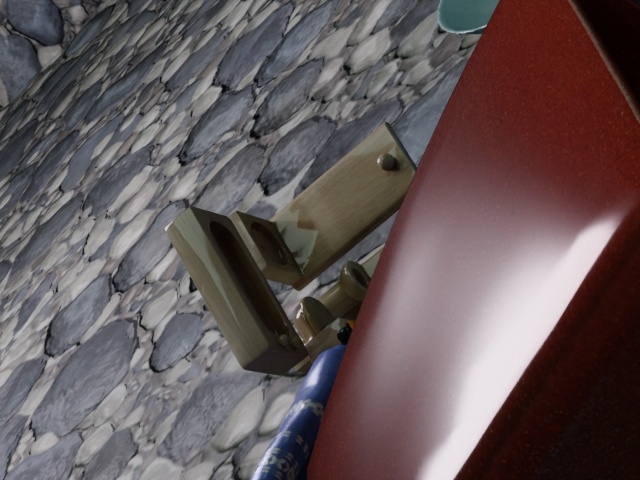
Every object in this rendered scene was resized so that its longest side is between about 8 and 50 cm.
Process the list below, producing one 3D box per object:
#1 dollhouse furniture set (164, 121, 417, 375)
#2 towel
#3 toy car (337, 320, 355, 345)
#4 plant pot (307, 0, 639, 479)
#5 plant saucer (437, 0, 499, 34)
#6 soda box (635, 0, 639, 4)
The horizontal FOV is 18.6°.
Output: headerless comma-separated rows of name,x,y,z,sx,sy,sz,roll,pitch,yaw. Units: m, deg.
dollhouse furniture set,0.000,0.000,1.292,0.123,0.151,0.144,-40,65,19
towel,-0.071,0.231,1.021,0.336,0.040,0.243,-60,-5,-30
toy car,0.047,0.094,1.218,0.040,0.060,0.122,-8,28,-23
plant pot,0.136,0.086,0.729,0.236,0.267,0.267,-54,17,17
plant saucer,0.162,-0.196,1.292,0.195,0.037,0.195,-38,22,18
soda box,0.180,-0.112,1.257,0.067,0.071,0.210,-36,22,29
